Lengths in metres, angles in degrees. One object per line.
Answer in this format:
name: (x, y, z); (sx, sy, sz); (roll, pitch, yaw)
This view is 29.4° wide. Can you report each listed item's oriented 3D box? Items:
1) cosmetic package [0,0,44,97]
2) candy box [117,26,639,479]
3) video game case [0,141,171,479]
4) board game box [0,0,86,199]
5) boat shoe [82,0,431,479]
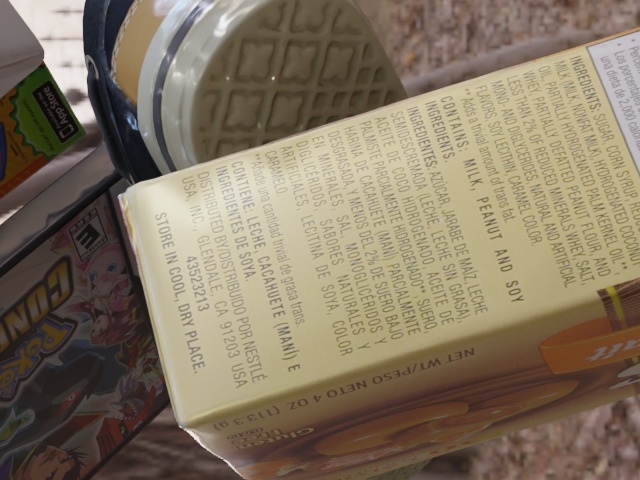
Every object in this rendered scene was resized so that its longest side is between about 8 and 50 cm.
cosmetic package: (-0.472, -0.164, 0.793); (0.394, 0.329, 0.327); (54, -156, -4)
candy box: (0.109, 0.002, 0.441); (0.183, 0.316, 0.087); (69, -177, -70)
video game case: (-0.198, 0.096, 0.833); (0.035, 0.275, 0.248); (31, 150, 29)
board game box: (-0.548, -0.193, 1.309); (0.356, 0.356, 0.356); (29, 152, 44)
boat shoe: (0.000, 0.000, 0.791); (0.156, 0.187, 0.500); (36, 165, 39)
